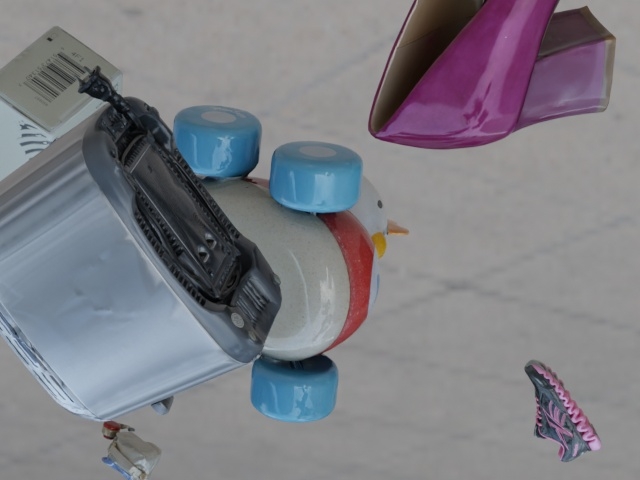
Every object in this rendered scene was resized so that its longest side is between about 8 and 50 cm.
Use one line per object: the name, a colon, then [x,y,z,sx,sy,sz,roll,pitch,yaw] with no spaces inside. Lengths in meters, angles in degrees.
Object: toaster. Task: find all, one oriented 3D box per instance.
toaster: [-0.143,0.012,1.288,0.146,0.129,0.227,-31,106,20]

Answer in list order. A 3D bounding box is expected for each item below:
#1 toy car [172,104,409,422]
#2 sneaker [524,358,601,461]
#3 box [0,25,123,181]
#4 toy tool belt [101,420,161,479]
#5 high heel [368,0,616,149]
toy car: [0.000,0.000,1.616,0.210,0.219,0.238,21,-155,36]
sneaker: [0.239,0.179,1.987,0.057,0.119,0.047,-33,-171,11]
box: [-0.271,-0.079,1.955,0.094,0.113,0.275,35,149,16]
toy tool belt: [-0.209,0.232,2.046,0.083,0.051,0.052,30,-162,38]
high heel: [0.116,-0.238,1.358,0.181,0.377,0.127,-11,-154,-12]
